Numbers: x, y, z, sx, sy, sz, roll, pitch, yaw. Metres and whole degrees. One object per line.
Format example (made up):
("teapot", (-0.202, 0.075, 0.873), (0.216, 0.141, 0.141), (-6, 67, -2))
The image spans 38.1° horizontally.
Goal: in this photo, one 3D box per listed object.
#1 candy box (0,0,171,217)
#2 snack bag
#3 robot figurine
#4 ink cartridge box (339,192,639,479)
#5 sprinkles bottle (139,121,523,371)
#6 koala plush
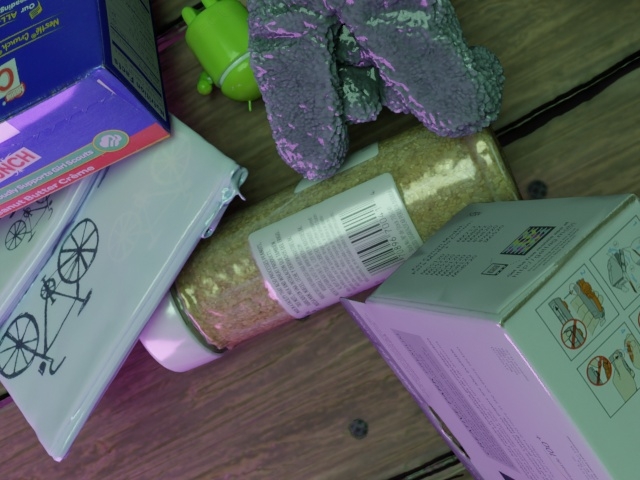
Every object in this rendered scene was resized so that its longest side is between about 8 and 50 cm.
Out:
("candy box", (-0.292, -0.192, 0.857), (0.268, 0.122, 0.317), (-22, 58, 15))
("snack bag", (-0.249, -0.008, 0.875), (0.342, 0.037, 0.323), (40, 100, 39))
("robot figurine", (-0.083, -0.181, 0.883), (0.101, 0.067, 0.115), (-38, 81, 13))
("ink cartridge box", (0.188, 0.126, 0.702), (0.130, 0.272, 0.309), (-40, 104, -16))
("sprinkles bottle", (0.000, 0.000, 0.833), (0.355, 0.121, 0.121), (-24, 84, 14))
("koala plush", (0.044, -0.200, 0.781), (0.196, 0.221, 0.203), (-13, 117, 22))
